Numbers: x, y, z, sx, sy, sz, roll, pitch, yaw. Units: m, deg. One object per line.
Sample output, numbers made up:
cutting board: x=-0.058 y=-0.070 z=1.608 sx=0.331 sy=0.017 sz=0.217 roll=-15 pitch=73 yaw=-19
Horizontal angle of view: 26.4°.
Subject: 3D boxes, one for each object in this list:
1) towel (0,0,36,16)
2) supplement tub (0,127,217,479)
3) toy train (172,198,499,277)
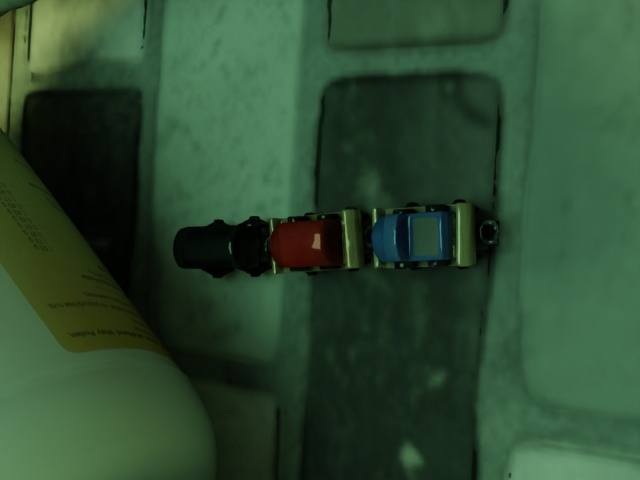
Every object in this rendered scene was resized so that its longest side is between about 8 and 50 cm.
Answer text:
towel: x=-0.222 y=-0.248 z=0.701 sx=0.375 sy=0.090 sz=0.320 roll=-14 pitch=76 yaw=42
supplement tub: x=-0.185 y=0.072 z=0.562 sx=0.316 sy=0.228 sz=0.228 roll=50 pitch=119 yaw=23
toy train: x=0.000 y=0.000 z=0.542 sx=0.158 sy=0.036 sz=0.027 roll=-4 pitch=86 yaw=40
